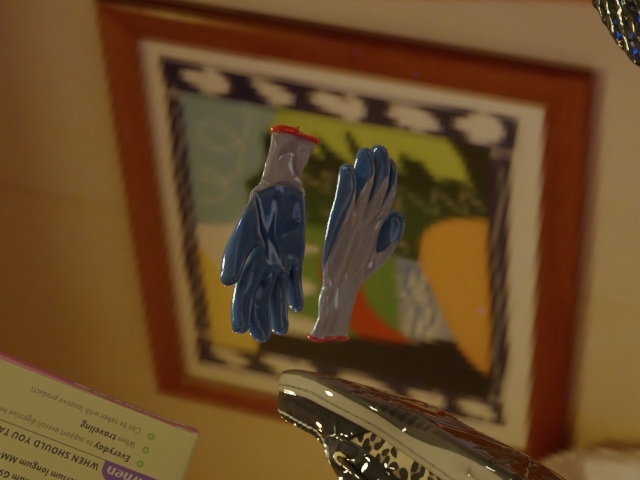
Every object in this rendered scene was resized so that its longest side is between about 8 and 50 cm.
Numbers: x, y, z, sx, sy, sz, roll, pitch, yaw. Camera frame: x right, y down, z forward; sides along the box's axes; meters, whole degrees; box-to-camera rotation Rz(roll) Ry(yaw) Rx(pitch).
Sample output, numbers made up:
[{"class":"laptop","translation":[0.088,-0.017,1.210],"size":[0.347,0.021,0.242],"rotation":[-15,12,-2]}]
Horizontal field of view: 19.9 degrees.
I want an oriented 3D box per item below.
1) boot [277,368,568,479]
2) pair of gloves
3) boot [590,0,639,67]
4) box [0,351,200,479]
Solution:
[{"class":"boot","translation":[0.053,0.287,1.624],"size":[0.138,0.377,0.284],"rotation":[15,-85,-43]},{"class":"pair of gloves","translation":[0.000,0.000,1.351],"size":[0.198,0.023,0.159],"rotation":[10,-85,-53]},{"class":"boot","translation":[0.176,-0.281,1.066],"size":[0.260,0.131,0.348],"rotation":[47,-145,-51]},{"class":"box","translation":[-0.223,0.203,1.237],"size":[0.117,0.213,0.243],"rotation":[139,152,-83]}]
